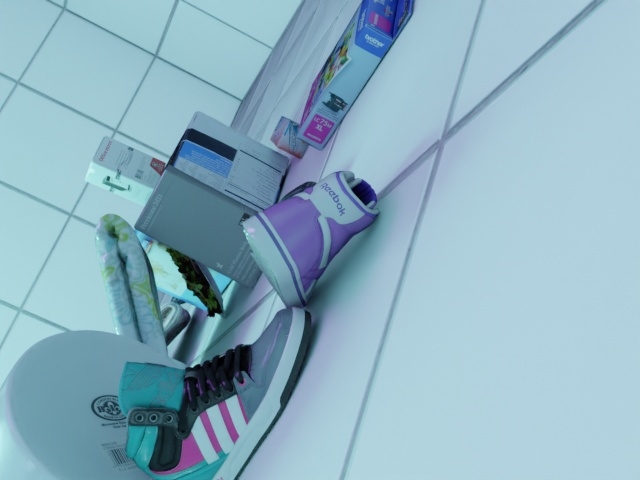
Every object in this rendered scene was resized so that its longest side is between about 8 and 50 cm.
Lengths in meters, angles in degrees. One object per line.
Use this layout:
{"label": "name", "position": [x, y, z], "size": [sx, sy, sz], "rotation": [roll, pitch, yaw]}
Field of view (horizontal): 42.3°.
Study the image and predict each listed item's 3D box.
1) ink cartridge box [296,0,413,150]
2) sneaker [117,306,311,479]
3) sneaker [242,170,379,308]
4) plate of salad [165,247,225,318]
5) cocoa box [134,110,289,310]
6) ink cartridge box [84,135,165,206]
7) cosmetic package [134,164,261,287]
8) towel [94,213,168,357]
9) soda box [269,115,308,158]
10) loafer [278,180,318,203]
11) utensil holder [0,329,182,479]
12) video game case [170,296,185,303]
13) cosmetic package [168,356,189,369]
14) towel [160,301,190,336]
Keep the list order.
{"label": "ink cartridge box", "position": [0.061, -0.325, 1.439], "size": [0.311, 0.065, 0.186], "rotation": [-51, 18, 40]}
{"label": "sneaker", "position": [-0.147, 0.176, 0.993], "size": [0.295, 0.178, 0.124], "rotation": [-59, 14, 17]}
{"label": "sneaker", "position": [0.001, 0.001, 0.997], "size": [0.161, 0.102, 0.282], "rotation": [-34, -8, -9]}
{"label": "plate of salad", "position": [-0.248, 0.074, 1.626], "size": [0.048, 0.200, 0.200], "rotation": [-32, 4, -16]}
{"label": "cocoa box", "position": [-0.256, -0.053, 1.783], "size": [0.347, 0.231, 0.228], "rotation": [-50, 20, 46]}
{"label": "ink cartridge box", "position": [-0.392, -0.139, 1.663], "size": [0.056, 0.135, 0.099], "rotation": [-55, 17, 35]}
{"label": "cosmetic package", "position": [-0.203, -0.028, 1.500], "size": [0.127, 0.238, 0.107], "rotation": [-62, 13, 7]}
{"label": "towel", "position": [-0.327, 0.158, 1.521], "size": [0.320, 0.090, 0.374], "rotation": [133, 122, -75]}
{"label": "soda box", "position": [-0.062, -0.218, 1.730], "size": [0.063, 0.058, 0.183], "rotation": [-63, 13, 6]}
{"label": "loafer", "position": [-0.035, -0.054, 1.285], "size": [0.170, 0.062, 0.061], "rotation": [-42, 20, 57]}
{"label": "utensil holder", "position": [-0.365, 0.365, 1.187], "size": [0.385, 0.327, 0.327], "rotation": [-56, 14, 26]}
{"label": "video game case", "position": [-0.306, 0.034, 2.100], "size": [0.274, 0.026, 0.196], "rotation": [-66, 12, -12]}
{"label": "cosmetic package", "position": [-0.383, 0.332, 1.853], "size": [0.239, 0.099, 0.060], "rotation": [-51, 20, 48]}
{"label": "towel", "position": [-0.436, 0.275, 1.963], "size": [0.317, 0.053, 0.332], "rotation": [-47, -1, -9]}
